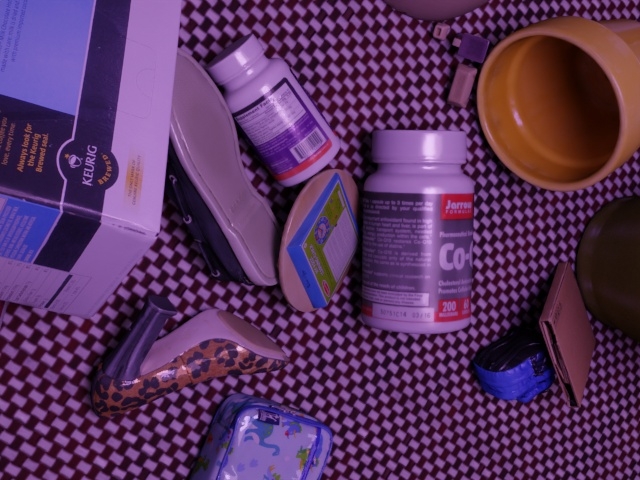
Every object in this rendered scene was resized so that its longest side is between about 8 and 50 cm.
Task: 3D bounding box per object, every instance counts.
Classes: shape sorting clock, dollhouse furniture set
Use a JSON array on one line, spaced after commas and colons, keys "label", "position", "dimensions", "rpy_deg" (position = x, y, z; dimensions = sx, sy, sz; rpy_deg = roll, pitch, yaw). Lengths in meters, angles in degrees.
[{"label": "shape sorting clock", "position": [0.000, 0.000, 1.268], "dimensions": [0.206, 0.040, 0.206], "rpy_deg": [-35, 131, -54]}, {"label": "dollhouse furniture set", "position": [0.214, -0.273, 1.408], "dimensions": [0.081, 0.091, 0.114], "rpy_deg": [-34, 142, -61]}]

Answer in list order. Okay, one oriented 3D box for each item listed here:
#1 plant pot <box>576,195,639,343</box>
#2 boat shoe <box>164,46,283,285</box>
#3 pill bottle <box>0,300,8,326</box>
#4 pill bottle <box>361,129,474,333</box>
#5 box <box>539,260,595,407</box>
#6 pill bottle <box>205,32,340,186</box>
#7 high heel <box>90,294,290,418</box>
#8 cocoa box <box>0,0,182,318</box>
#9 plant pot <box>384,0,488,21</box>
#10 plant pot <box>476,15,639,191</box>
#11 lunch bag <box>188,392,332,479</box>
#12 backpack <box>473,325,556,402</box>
[{"label": "plant pot", "position": [0.615, 0.052, 1.445], "dimensions": [0.366, 0.353, 0.366], "rpy_deg": [-3, 97, -26]}, {"label": "boat shoe", "position": [-0.160, -0.084, 1.187], "dimensions": [0.340, 0.113, 0.127], "rpy_deg": [62, 37, -26]}, {"label": "pill bottle", "position": [-0.429, 0.061, 1.061], "dimensions": [0.121, 0.121, 0.221], "rpy_deg": [17, 87, -27]}, {"label": "pill bottle", "position": [0.141, -0.017, 1.311], "dimensions": [0.161, 0.161, 0.283], "rpy_deg": [-2, 96, -26]}, {"label": "box", "position": [0.405, 0.150, 1.471], "dimensions": [0.164, 0.021, 0.201], "rpy_deg": [67, 30, -17]}, {"label": "pill bottle", "position": [-0.067, -0.177, 1.223], "dimensions": [0.108, 0.108, 0.193], "rpy_deg": [-43, 111, -17]}, {"label": "high heel", "position": [-0.178, 0.185, 1.238], "dimensions": [0.261, 0.093, 0.186], "rpy_deg": [24, 107, -38]}, {"label": "cocoa box", "position": [-0.302, -0.130, 0.969], "dimensions": [0.228, 0.231, 0.347], "rpy_deg": [15, 56, -25]}, {"label": "plant pot", "position": [0.208, -0.469, 1.285], "dimensions": [0.284, 0.191, 0.284], "rpy_deg": [-2, 96, -27]}, {"label": "plant pot", "position": [0.411, -0.232, 1.393], "dimensions": [0.239, 0.254, 0.254], "rpy_deg": [-29, 107, -38]}, {"label": "lunch bag", "position": [-0.086, 0.336, 1.276], "dimensions": [0.176, 0.090, 0.219], "rpy_deg": [25, 85, -29]}, {"label": "backpack", "position": [0.316, 0.210, 1.455], "dimensions": [0.120, 0.098, 0.101], "rpy_deg": [-24, 106, -24]}]
